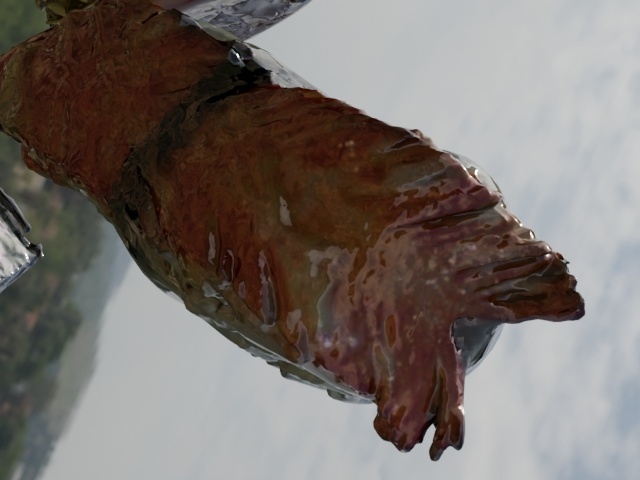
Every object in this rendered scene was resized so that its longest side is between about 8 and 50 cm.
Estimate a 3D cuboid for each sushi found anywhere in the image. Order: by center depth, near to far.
[{"bbox_3d":[-0.032,-0.023,0.792,0.124,0.130,0.332,-53,-135,-3],"label":"sushi"}]

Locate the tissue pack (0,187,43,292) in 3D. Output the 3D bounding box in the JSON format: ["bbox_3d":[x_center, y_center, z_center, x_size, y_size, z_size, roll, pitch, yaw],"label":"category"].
[{"bbox_3d":[-0.471,0.021,1.700,0.361,0.259,0.122,-40,178,35],"label":"tissue pack"}]

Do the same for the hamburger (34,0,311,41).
[{"bbox_3d":[-0.096,-0.221,1.270,0.243,0.262,0.138,43,27,-83],"label":"hamburger"}]
